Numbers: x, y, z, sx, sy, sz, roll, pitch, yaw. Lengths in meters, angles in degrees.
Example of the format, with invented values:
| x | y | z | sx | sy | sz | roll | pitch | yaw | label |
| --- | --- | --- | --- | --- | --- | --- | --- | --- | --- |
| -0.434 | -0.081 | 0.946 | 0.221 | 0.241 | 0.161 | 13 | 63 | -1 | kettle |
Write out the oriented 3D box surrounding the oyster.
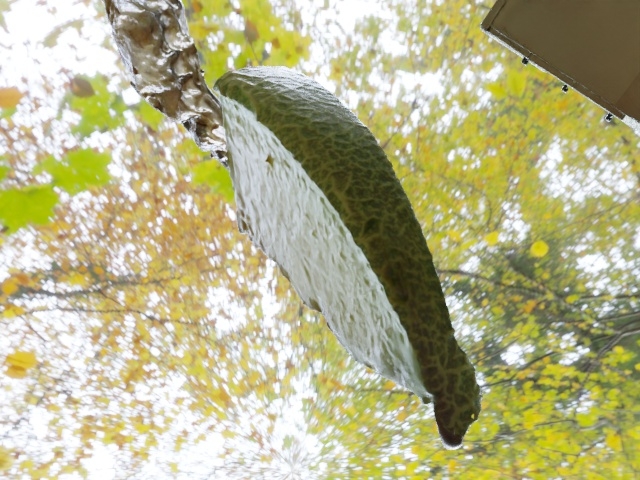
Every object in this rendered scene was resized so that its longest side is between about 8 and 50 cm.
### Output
| x | y | z | sx | sy | sz | roll | pitch | yaw | label |
| --- | --- | --- | --- | --- | --- | --- | --- | --- | --- |
| -0.159 | -0.192 | 0.845 | 0.078 | 0.345 | 0.128 | -40 | -137 | -17 | oyster |

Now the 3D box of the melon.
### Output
| x | y | z | sx | sy | sz | roll | pitch | yaw | label |
| --- | --- | --- | --- | --- | --- | --- | --- | --- | --- |
| 0.001 | 0.001 | 0.448 | 0.053 | 0.114 | 0.262 | 3 | -142 | -35 | melon |

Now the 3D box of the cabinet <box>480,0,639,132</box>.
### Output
| x | y | z | sx | sy | sz | roll | pitch | yaw | label |
| --- | --- | --- | --- | --- | --- | --- | --- | --- | --- |
| 0.297 | -0.197 | 0.817 | 0.206 | 0.145 | 0.150 | 46 | -69 | 34 | cabinet |
